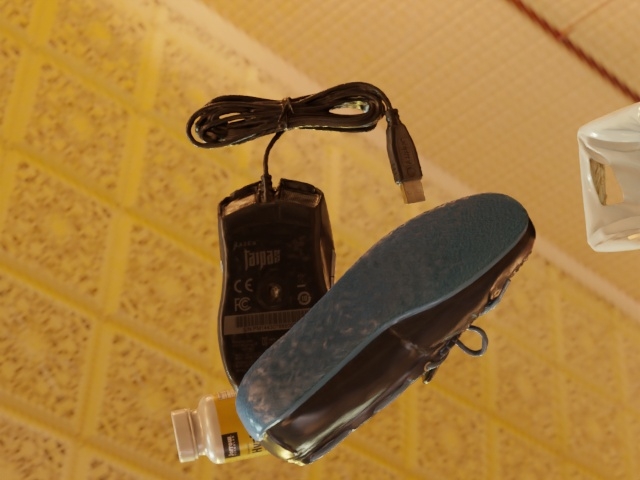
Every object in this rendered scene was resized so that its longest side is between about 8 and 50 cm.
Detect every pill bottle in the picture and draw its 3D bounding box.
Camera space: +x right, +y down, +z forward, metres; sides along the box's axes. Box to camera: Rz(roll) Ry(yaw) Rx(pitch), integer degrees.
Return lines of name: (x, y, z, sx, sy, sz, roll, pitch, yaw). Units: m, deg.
pill bottle: (-0.074, 0.167, 1.329, 0.116, 0.065, 0.065, -11, -113, -7)

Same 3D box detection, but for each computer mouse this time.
computer mouse: (0.000, 0.000, 1.186, 0.060, 0.184, 0.262, 50, -150, -76)

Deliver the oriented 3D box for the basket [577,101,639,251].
basket: (0.287, -0.052, 1.191, 0.103, 0.167, 0.113, -5, -92, -9)

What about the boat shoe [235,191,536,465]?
boat shoe: (0.053, 0.064, 1.088, 0.089, 0.258, 0.109, 55, -179, -41)
